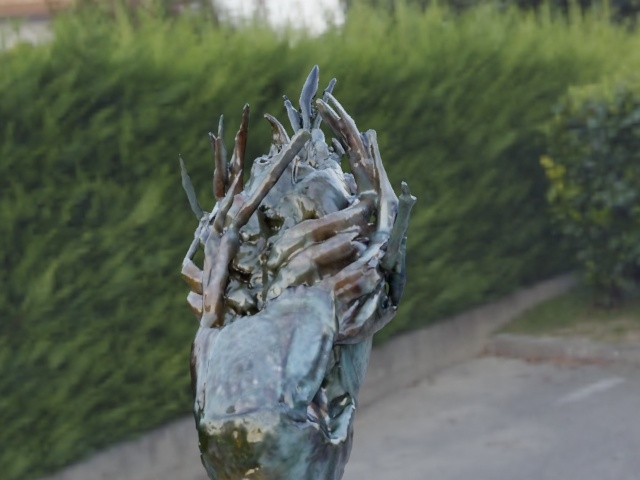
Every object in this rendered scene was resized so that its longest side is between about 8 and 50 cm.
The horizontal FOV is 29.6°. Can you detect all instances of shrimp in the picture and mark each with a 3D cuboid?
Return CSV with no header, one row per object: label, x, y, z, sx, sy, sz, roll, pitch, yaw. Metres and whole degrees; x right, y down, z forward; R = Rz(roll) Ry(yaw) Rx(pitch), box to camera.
shrimp,0.000,0.002,0.761,0.172,0.372,0.137,-13,-34,24
